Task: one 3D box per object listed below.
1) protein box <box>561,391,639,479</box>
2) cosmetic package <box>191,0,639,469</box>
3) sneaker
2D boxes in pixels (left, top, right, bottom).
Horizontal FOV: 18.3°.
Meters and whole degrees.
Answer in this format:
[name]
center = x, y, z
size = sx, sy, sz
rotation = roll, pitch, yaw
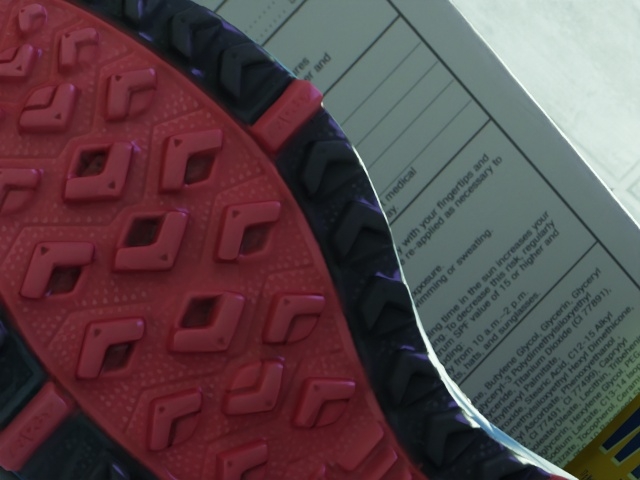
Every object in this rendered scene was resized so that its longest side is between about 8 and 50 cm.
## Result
[protein box]
center = 0.172, 0.141, 0.617
size = 0.201, 0.200, 0.136
rotation = 45, 1, -13
[cosmetic package]
center = 0.000, 0.000, 0.655
size = 0.309, 0.160, 0.113
rotation = 45, 0, -38
[sneaker]
center = -0.017, 0.048, 0.482
size = 0.262, 0.104, 0.125
rotation = 52, -13, -10
